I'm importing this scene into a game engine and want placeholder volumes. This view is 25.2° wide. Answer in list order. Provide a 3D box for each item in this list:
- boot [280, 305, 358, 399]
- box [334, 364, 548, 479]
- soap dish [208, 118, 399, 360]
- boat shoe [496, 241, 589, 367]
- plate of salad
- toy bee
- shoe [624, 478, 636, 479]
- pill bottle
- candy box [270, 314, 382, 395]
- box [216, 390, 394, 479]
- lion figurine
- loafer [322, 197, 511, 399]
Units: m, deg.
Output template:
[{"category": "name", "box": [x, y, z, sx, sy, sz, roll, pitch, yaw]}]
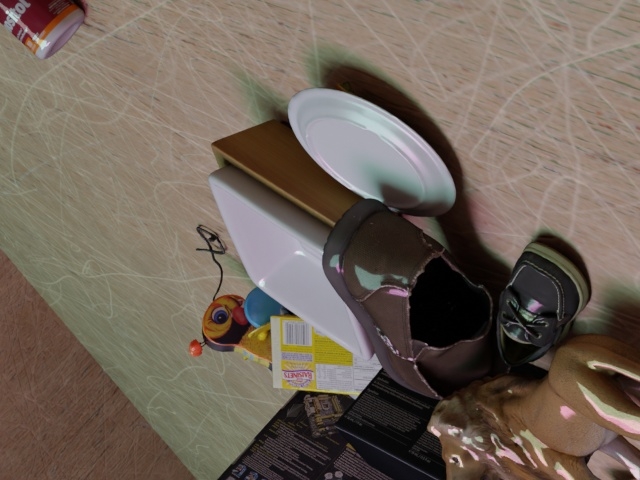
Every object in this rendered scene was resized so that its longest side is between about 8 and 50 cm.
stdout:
[{"category": "boot", "box": [0.038, 0.150, 2.029, 0.258, 0.095, 0.123, 9, 135, 49]}, {"category": "box", "box": [0.174, 0.228, 1.764, 0.261, 0.184, 0.103, 21, 156, 49]}, {"category": "soap dish", "box": [0.000, 0.000, 1.706, 0.229, 0.118, 0.291, 33, 160, 26]}, {"category": "boat shoe", "box": [0.222, 0.076, 1.481, 0.080, 0.073, 0.223, 35, 163, 16]}, {"category": "plate of salad", "box": [0.056, -0.096, 1.476, 0.200, 0.048, 0.200, 28, 157, 13]}, {"category": "toy bee", "box": [-0.121, 0.143, 2.238, 0.298, 0.162, 0.195, 33, 162, 27]}, {"category": "shoe", "box": [0.400, 0.317, 1.722, 0.219, 0.058, 0.077, -14, 91, 65]}, {"category": "pill bottle", "box": [-0.386, -0.313, 1.844, 0.152, 0.086, 0.086, 43, 163, -3]}, {"category": "candy box", "box": [0.020, 0.159, 1.984, 0.206, 0.027, 0.105, 2, 98, 35]}, {"category": "box", "box": [0.058, 0.372, 2.131, 0.395, 0.318, 0.097, 23, 156, 43]}, {"category": "lion figurine", "box": [0.268, 0.175, 1.469, 0.240, 0.142, 0.392, 34, 143, 5]}, {"category": "loafer", "box": [0.128, 0.096, 1.566, 0.130, 0.134, 0.366, 29, 170, 40]}]
